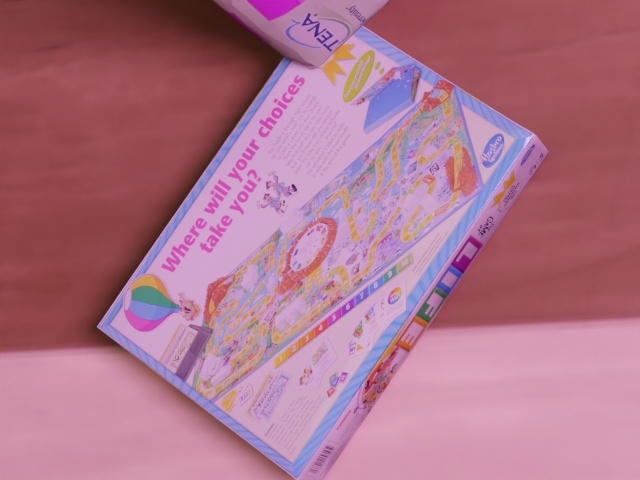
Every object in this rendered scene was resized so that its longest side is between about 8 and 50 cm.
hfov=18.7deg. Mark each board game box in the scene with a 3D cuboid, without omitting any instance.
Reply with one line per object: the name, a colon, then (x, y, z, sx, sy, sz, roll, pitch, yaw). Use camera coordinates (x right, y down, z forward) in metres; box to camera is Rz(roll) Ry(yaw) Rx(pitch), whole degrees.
board game box: (0.000, 0.000, 0.736, 0.103, 0.026, 0.154, 35, 91, 22)

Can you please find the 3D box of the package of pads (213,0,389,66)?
package of pads: (-0.103, -0.216, 0.696, 0.101, 0.229, 0.296, -45, 61, 6)
